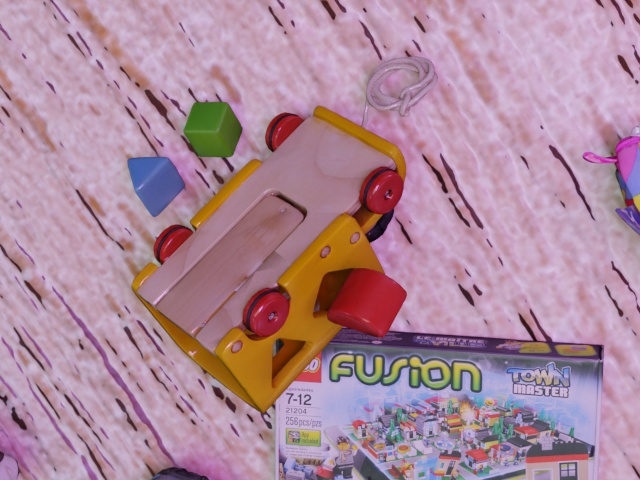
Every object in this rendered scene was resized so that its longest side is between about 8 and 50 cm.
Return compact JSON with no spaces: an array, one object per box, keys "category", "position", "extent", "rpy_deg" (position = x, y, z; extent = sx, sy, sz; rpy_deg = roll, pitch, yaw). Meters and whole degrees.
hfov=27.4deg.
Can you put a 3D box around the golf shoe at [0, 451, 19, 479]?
[{"category":"golf shoe","position":[-0.294,0.168,0.920],"extent":[0.198,0.094,0.077],"rpy_deg":[-1,88,39]}]

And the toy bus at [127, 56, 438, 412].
[{"category":"toy bus","position":[-0.012,0.006,0.804],"extent":[0.202,0.190,0.104],"rpy_deg":[-11,142,15]}]

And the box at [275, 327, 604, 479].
[{"category":"box","position":[0.074,0.118,0.844],"extent":[0.207,0.036,0.114],"rpy_deg":[2,102,12]}]

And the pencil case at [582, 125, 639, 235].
[{"category":"pencil case","position":[0.274,-0.061,0.731],"extent":[0.236,0.104,0.104],"rpy_deg":[-28,94,15]}]

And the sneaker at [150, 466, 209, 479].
[{"category":"sneaker","position":[-0.114,0.281,0.867],"extent":[0.104,0.125,0.261],"rpy_deg":[16,105,19]}]
